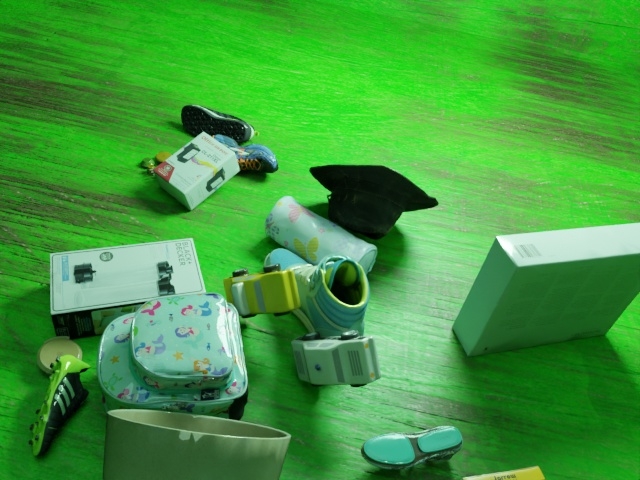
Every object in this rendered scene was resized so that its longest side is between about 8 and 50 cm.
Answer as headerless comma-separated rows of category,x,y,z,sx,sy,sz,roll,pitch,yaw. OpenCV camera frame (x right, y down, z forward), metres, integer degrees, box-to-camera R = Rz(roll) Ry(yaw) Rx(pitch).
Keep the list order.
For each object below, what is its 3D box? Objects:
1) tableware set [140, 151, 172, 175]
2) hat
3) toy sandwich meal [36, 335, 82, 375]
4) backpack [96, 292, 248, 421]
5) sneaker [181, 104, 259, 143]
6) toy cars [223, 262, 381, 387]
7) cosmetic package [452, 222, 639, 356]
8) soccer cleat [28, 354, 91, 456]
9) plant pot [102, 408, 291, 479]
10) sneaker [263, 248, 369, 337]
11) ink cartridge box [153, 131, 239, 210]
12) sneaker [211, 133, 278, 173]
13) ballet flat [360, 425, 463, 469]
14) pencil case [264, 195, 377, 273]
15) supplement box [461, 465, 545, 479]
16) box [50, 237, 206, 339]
tableware set,-0.401,-0.208,1.566,0.154,0.024,0.104,-19,47,-29
hat,0.110,-0.077,1.412,0.331,0.331,0.134,17,79,6
toy sandwich meal,-0.487,0.217,1.077,0.085,0.029,0.086,14,45,-14
backpack,-0.262,0.215,1.022,0.253,0.191,0.225,-5,45,-11
sneaker,-0.297,-0.337,1.707,0.234,0.084,0.097,21,19,9
toy cars,-0.063,0.167,1.106,0.393,0.177,0.087,37,31,26
cosmetic package,0.503,0.106,1.233,0.377,0.285,0.097,-4,43,-18
soccer cleat,-0.442,0.282,0.994,0.072,0.060,0.179,29,44,-31
plant pot,-0.188,0.388,0.787,0.256,0.256,0.274,9,77,-3
sneaker,-0.005,0.074,1.208,0.127,0.208,0.319,-23,51,-32
ink cartridge box,-0.315,-0.181,1.480,0.127,0.072,0.175,35,65,25
sneaker,-0.219,-0.219,1.587,0.221,0.083,0.087,14,50,15
ballet flat,0.160,0.375,1.025,0.188,0.070,0.070,-3,44,-10
pencil case,0.000,0.000,1.361,0.273,0.114,0.124,31,35,20
supplement box,0.270,0.471,0.846,0.129,0.194,0.191,-2,44,-15
box,-0.392,0.094,1.186,0.289,0.087,0.169,-6,45,-19
